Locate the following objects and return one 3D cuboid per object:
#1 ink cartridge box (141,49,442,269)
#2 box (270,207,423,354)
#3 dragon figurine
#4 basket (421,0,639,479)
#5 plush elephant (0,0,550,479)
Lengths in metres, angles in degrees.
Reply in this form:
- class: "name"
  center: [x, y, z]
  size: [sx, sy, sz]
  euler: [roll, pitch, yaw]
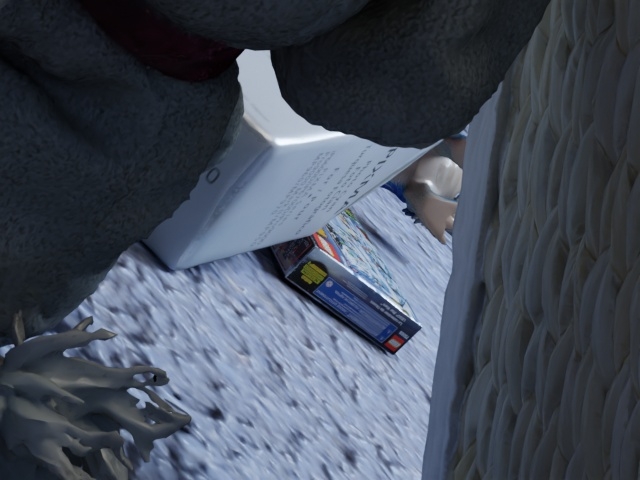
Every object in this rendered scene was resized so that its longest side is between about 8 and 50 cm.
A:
- class: "ink cartridge box"
  center: [-0.064, -0.141, 0.963]
  size: [0.308, 0.091, 0.385]
  euler: [46, 22, 14]
- class: "box"
  center: [0.000, 0.000, 0.991]
  size: [0.094, 0.027, 0.137]
  euler: [38, 13, -33]
- class: "dragon figurine"
  center: [0.025, -0.072, 1.125]
  size: [0.289, 0.085, 0.144]
  euler: [27, 0, -22]
- class: "basket"
  center: [0.233, 0.014, 0.578]
  size: [0.328, 0.331, 0.266]
  euler: [7, 6, -11]
- class: "plush elephant"
  center: [-0.078, -0.104, 0.534]
  size: [0.330, 0.255, 0.272]
  euler: [52, 14, 30]
